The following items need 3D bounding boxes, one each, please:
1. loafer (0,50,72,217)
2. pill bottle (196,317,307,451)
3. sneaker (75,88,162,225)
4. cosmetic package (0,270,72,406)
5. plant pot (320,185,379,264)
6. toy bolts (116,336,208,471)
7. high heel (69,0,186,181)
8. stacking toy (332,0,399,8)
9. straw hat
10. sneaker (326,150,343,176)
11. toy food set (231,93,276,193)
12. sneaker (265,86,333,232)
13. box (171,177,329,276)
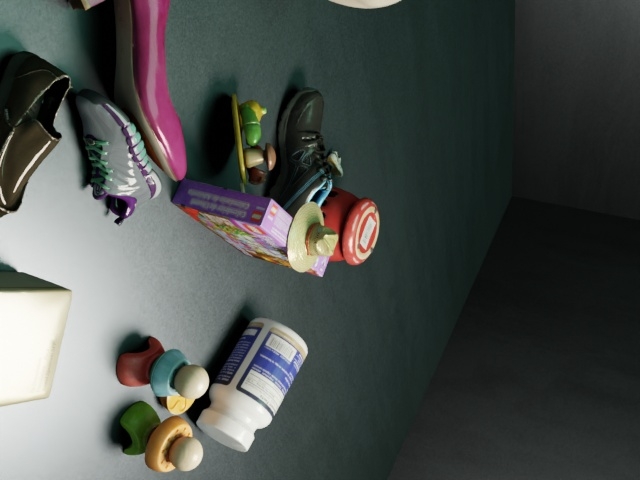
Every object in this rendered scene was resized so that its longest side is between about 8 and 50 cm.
[{"bbox_3d":[-0.378,-0.132,0.824,0.080,0.078,0.220,22,82,-80],"label":"loafer"},{"bbox_3d":[-0.151,0.316,1.424,0.265,0.153,0.153,-59,149,-30],"label":"pill bottle"},{"bbox_3d":[-0.316,-0.118,0.973,0.098,0.083,0.224,-55,148,-26],"label":"sneaker"},{"bbox_3d":[-0.464,0.119,0.763,0.309,0.113,0.160,6,97,-64],"label":"cosmetic package"},{"bbox_3d":[0.041,-0.038,1.606,0.191,0.174,0.191,-32,129,-52],"label":"plant pot"},{"bbox_3d":[-0.255,0.290,1.199,0.218,0.158,0.228,-39,136,-51],"label":"toy bolts"},{"bbox_3d":[-0.230,-0.275,0.967,0.181,0.127,0.377,-35,133,-23],"label":"high heel"},{"bbox_3d":[0.114,-0.712,1.190,0.480,0.350,0.350,-63,151,-17],"label":"stacking toy"},{"bbox_3d":[0.000,0.000,1.216,0.144,0.061,0.144,-37,134,-52],"label":"straw hat"},{"bbox_3d":[0.044,-0.200,1.687,0.037,0.032,0.083,-64,152,-21],"label":"sneaker"},{"bbox_3d":[-0.124,-0.177,1.232,0.128,0.071,0.218,100,-17,-74],"label":"toy food set"},{"bbox_3d":[-0.024,-0.169,1.448,0.125,0.139,0.341,1,101,-61],"label":"sneaker"},{"bbox_3d":[-0.125,-0.020,1.257,0.293,0.201,0.057,43,64,-60],"label":"box"}]
